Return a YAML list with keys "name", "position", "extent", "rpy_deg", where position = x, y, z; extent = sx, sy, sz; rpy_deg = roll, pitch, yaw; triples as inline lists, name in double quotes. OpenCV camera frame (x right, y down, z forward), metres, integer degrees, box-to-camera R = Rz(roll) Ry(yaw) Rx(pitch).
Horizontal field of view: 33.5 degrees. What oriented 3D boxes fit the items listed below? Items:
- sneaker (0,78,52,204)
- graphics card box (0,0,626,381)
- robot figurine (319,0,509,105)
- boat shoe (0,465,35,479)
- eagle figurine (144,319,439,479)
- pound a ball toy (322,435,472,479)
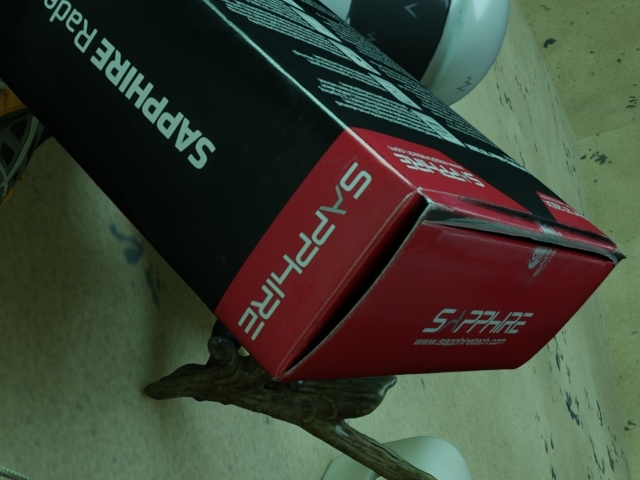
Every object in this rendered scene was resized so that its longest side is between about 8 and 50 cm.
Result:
- name: "sneaker"
  position: [-0.180, -0.026, 0.484]
  extent: [0.215, 0.084, 0.083]
  rpy_deg: [-53, 138, -61]
- name: "graphics card box"
  position: [-0.047, -0.085, 0.520]
  extent: [0.371, 0.094, 0.233]
  rpy_deg: [45, 19, 26]
- name: "robot figurine"
  position: [0.018, -0.204, 0.865]
  extent: [0.209, 0.278, 0.173]
  rpy_deg: [-152, -106, -69]
- name: "boat shoe"
  position: [-0.176, 0.107, 0.330]
  extent: [0.324, 0.116, 0.123]
  rpy_deg: [27, 51, -63]
- name: "eagle figurine"
  position: [-0.007, 0.005, 0.748]
  extent: [0.226, 0.225, 0.298]
  rpy_deg: [48, 41, -24]
- name: "pound a ball toy"
  position: [0.077, 0.297, 0.814]
  extent: [0.208, 0.136, 0.319]
  rpy_deg: [69, 22, -15]
